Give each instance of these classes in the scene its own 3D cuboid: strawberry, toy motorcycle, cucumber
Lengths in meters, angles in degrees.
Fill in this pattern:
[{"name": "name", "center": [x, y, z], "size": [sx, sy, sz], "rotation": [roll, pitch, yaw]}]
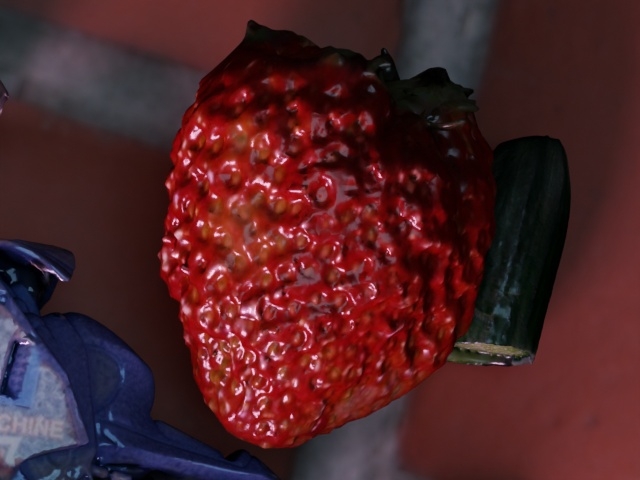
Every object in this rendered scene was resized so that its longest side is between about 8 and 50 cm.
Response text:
[{"name": "strawberry", "center": [0.001, -0.002, 0.734], "size": [0.131, 0.131, 0.148], "rotation": [11, 100, -13]}, {"name": "toy motorcycle", "center": [-0.102, 0.069, 0.714], "size": [0.205, 0.076, 0.114], "rotation": [43, 65, -5]}, {"name": "cucumber", "center": [0.076, 0.002, 0.784], "size": [0.048, 0.048, 0.105], "rotation": [20, 75, -11]}]

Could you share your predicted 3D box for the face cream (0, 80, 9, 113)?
[{"name": "face cream", "center": [-0.232, -0.132, 0.714], "size": [0.107, 0.073, 0.269], "rotation": [-37, 90, -26]}]
